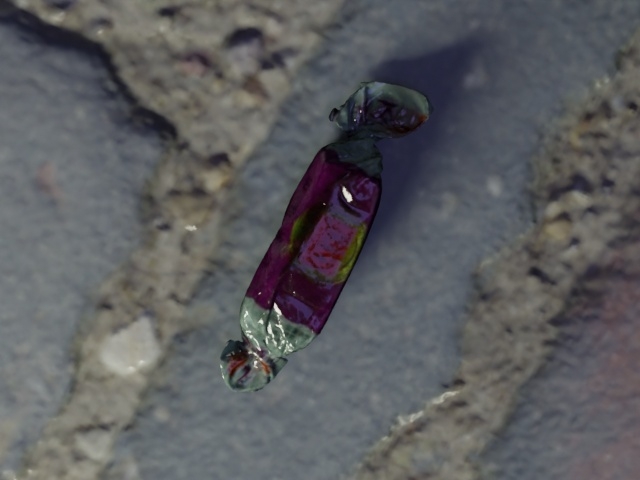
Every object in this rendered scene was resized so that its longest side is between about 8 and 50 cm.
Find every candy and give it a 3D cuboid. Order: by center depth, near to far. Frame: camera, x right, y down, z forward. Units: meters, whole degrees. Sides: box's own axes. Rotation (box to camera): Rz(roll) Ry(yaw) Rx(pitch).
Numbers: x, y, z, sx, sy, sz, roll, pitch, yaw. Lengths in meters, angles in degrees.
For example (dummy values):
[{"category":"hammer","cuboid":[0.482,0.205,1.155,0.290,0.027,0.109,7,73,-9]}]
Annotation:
[{"category":"candy","cuboid":[0.000,0.000,0.945,0.045,0.043,0.175,25,97,-10]}]
